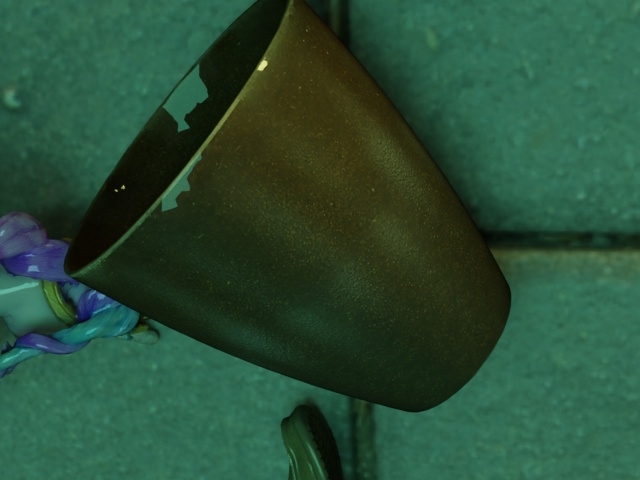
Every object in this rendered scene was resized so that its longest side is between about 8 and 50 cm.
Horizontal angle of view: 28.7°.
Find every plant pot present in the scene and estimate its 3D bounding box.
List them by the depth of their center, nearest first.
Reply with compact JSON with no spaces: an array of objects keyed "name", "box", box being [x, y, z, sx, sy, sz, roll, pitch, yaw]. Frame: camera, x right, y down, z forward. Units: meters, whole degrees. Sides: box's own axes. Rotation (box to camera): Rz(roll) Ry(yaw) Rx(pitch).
[{"name":"plant pot","box":[0.000,0.000,0.773,0.230,0.215,0.215,38,114,-17]}]

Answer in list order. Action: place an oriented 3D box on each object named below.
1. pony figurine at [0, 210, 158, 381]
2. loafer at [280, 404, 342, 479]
[{"name":"pony figurine","box":[-0.315,0.003,0.826,0.364,0.302,0.351,-14,138,14]},{"name":"loafer","box":[-0.007,0.190,0.907,0.050,0.056,0.148,-12,106,10]}]
